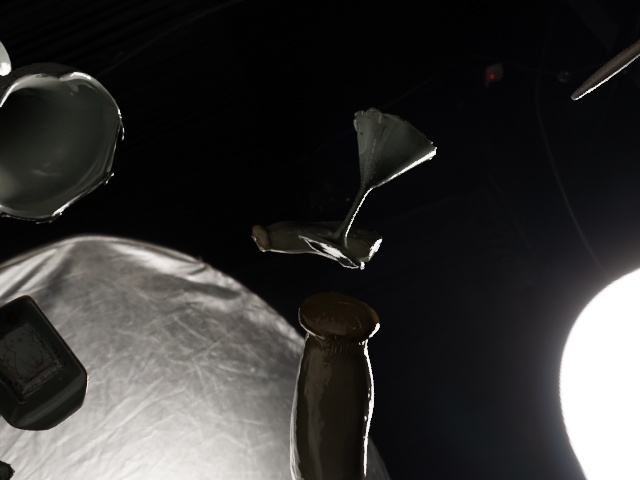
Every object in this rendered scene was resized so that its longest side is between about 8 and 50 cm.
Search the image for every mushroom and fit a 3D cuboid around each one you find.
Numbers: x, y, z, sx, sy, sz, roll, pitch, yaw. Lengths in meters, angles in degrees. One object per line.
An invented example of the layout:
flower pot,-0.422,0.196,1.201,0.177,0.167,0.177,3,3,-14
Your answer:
mushroom,-0.001,-0.002,1.393,0.109,0.352,0.097,-105,-154,-48
mushroom,0.019,0.286,0.923,0.154,0.138,0.406,-89,-179,-67

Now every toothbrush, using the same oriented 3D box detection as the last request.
toothbrush,0.477,-0.300,0.759,0.029,0.307,0.025,52,9,-1

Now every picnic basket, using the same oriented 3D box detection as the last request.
picnic basket,-0.492,0.345,0.803,0.065,0.084,0.083,-31,111,-70

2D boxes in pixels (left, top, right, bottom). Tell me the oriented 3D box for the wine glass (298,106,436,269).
wine glass,0.070,-0.077,0.882,0.156,0.232,0.156,27,-6,3

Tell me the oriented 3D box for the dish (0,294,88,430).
dish,-0.531,0.231,1.001,0.234,0.154,0.064,56,-19,-4

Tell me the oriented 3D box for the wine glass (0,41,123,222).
wine glass,-0.329,-0.134,0.561,0.197,0.164,0.165,34,-11,19
